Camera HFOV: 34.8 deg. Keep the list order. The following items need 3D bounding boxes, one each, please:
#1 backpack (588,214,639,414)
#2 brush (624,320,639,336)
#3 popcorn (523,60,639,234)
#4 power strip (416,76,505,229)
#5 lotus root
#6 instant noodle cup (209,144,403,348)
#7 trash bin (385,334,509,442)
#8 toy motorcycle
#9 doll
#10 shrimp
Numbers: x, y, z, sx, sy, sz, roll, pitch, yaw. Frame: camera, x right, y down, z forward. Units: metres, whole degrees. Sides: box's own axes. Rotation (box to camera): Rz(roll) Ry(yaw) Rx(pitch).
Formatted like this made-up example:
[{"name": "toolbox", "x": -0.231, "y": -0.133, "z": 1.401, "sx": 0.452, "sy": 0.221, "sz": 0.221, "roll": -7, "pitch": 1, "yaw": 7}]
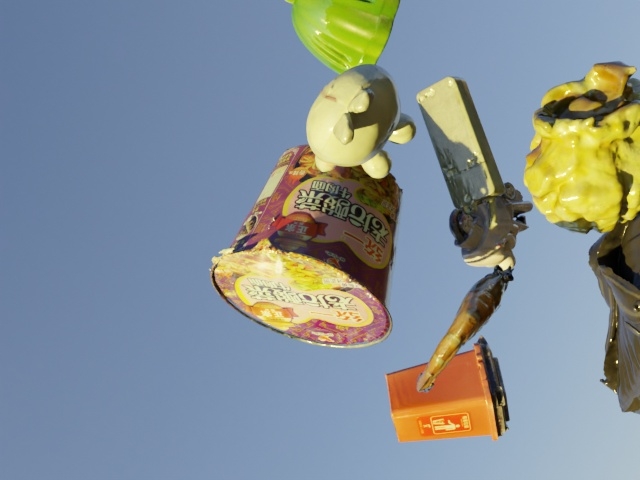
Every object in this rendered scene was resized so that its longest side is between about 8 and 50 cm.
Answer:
[{"name": "backpack", "x": 0.616, "y": 0.086, "z": 1.833, "sx": 0.363, "sy": 0.254, "sz": 0.446, "roll": 84, "pitch": -167, "yaw": -54}, {"name": "brush", "x": 0.492, "y": 0.148, "z": 1.554, "sx": 0.008, "sy": 0.083, "sz": 0.024, "roll": -48, "pitch": -43, "yaw": 1}, {"name": "popcorn", "x": 0.433, "y": -0.145, "z": 1.598, "sx": 0.258, "sy": 0.224, "sz": 0.270, "roll": -13, "pitch": -58, "yaw": -67}, {"name": "power strip", "x": 0.263, "y": -0.154, "z": 1.869, "sx": 0.093, "sy": 0.288, "sz": 0.053, "roll": -24, "pitch": -10, "yaw": 34}, {"name": "lotus root", "x": 0.019, "y": -0.359, "z": 1.603, "sx": 0.186, "sy": 0.186, "sz": 0.186, "roll": -37, "pitch": -36, "yaw": -32}, {"name": "instant noodle cup", "x": 0.000, "y": 0.000, "z": 1.835, "sx": 0.340, "sy": 0.339, "sz": 0.266, "roll": 67, "pitch": -144, "yaw": -55}, {"name": "trash bin", "x": 0.257, "y": 0.313, "z": 2.103, "sx": 0.238, "sy": 0.184, "sz": 0.161, "roll": -10, "pitch": -45, "yaw": 7}, {"name": "toy motorcycle", "x": 0.351, "y": -0.017, "z": 2.079, "sx": 0.260, "sy": 0.110, "sz": 0.171, "roll": -26, "pitch": -84, "yaw": -48}, {"name": "doll", "x": 0.042, "y": -0.152, "z": 1.309, "sx": 0.155, "sy": 0.113, "sz": 0.275, "roll": -54, "pitch": -13, "yaw": 5}, {"name": "shrimp", "x": 0.206, "y": 0.133, "z": 1.517, "sx": 0.198, "sy": 0.051, "sz": 0.262, "roll": -58, "pitch": -9, "yaw": 35}]
